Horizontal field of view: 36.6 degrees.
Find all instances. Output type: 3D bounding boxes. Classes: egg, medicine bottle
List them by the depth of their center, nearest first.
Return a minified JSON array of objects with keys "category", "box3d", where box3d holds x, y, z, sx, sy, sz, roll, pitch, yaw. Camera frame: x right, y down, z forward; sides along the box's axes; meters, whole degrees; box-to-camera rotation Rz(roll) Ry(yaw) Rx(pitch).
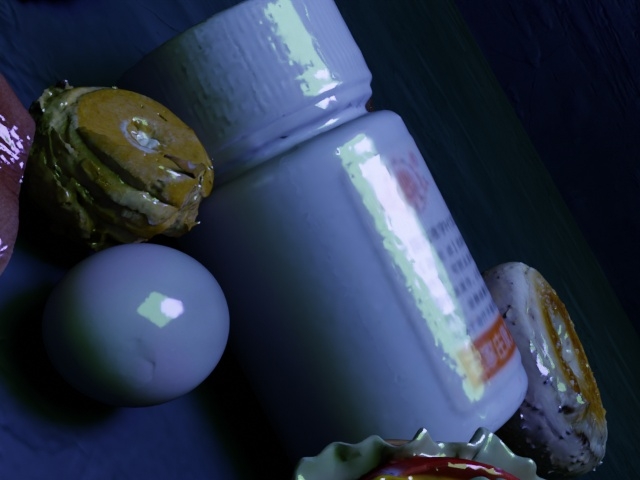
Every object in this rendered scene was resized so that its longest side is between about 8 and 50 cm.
[{"category":"egg","box3d":[-0.114,0.053,0.609,0.135,0.103,0.103,3,64,-65]},{"category":"medicine bottle","box3d":[0.000,0.000,0.788,0.371,0.211,0.211,64,21,-3]}]

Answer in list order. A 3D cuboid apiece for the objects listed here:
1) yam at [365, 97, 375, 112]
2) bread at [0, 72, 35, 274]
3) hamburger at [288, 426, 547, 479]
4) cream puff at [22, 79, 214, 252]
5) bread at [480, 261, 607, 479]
[{"category":"yam","box3d":[0.012,-0.070,1.021,0.131,0.131,0.279,35,38,-52]},{"category":"bread","box3d":[-0.221,-0.059,0.530,0.192,0.067,0.119,60,29,-9]},{"category":"hamburger","box3d":[0.062,0.253,0.605,0.274,0.274,0.212,58,-12,-18]},{"category":"cream puff","box3d":[-0.141,-0.044,0.652,0.133,0.104,0.119,14,36,-22]},{"category":"bread","box3d":[0.276,0.181,1.315,0.305,0.159,0.305,55,21,-33]}]
